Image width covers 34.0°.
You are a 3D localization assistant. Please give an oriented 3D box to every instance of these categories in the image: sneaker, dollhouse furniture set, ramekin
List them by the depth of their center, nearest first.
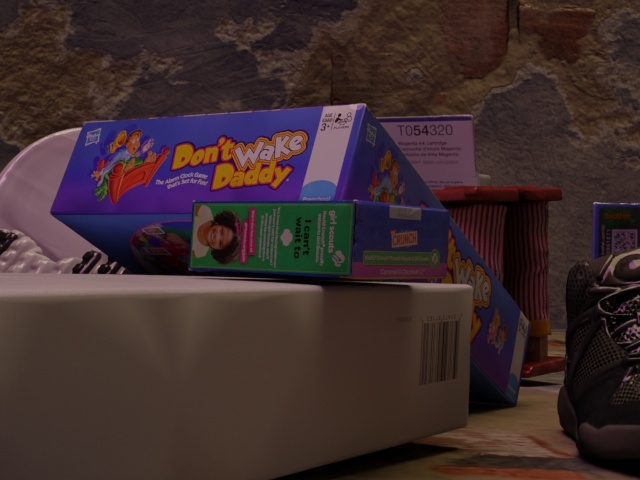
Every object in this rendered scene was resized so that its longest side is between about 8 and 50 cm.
[{"bbox_3d":[0.195,0.067,0.642,0.087,0.130,0.227,0,0,4],"label":"sneaker"},{"bbox_3d":[-0.244,0.066,0.921,0.292,0.110,0.118,9,-42,39],"label":"sneaker"},{"bbox_3d":[0.090,0.049,1.195,0.152,0.201,0.374,-2,-1,-40],"label":"dollhouse furniture set"},{"bbox_3d":[-0.275,0.013,1.229,0.272,0.273,0.127,4,-15,-31],"label":"ramekin"}]

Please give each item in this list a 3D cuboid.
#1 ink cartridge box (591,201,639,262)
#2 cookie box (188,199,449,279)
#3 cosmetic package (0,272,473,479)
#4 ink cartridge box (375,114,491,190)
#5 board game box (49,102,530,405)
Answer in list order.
[{"bbox_3d":[0.397,0.056,0.917,0.311,0.186,0.065,2,0,2],"label":"ink cartridge box"},{"bbox_3d":[0.000,0.000,0.554,0.107,0.040,0.092,0,-2,37],"label":"cookie box"},{"bbox_3d":[-0.128,0.063,0.558,0.284,0.097,0.377,3,0,35],"label":"cosmetic package"},{"bbox_3d":[0.066,-0.006,1.384,0.324,0.330,0.071,2,17,24],"label":"ink cartridge box"},{"bbox_3d":[-0.003,0.026,0.814,0.233,0.078,0.347,1,-26,30],"label":"board game box"}]
